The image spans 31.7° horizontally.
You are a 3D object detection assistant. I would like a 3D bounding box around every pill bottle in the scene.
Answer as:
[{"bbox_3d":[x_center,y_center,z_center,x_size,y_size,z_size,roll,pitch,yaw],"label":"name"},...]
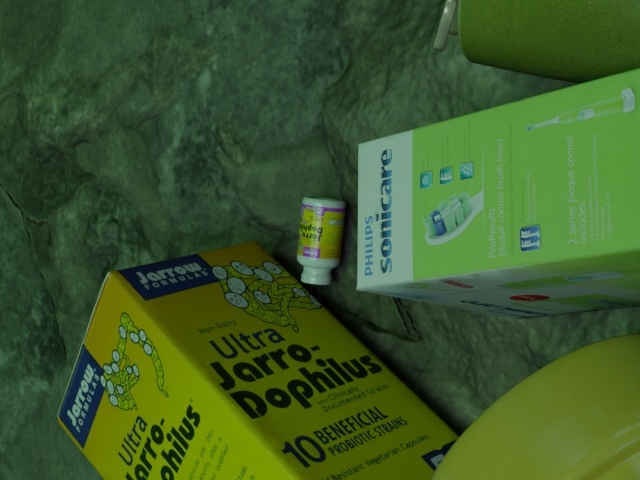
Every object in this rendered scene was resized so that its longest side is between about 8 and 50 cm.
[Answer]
[{"bbox_3d":[0.000,0.000,1.100,0.043,0.043,0.083,9,97,37],"label":"pill bottle"}]

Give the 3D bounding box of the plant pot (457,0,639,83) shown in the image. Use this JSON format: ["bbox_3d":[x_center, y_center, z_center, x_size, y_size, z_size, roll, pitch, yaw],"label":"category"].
[{"bbox_3d":[0.283,-0.205,0.766,0.293,0.275,0.274,23,106,17],"label":"plant pot"}]

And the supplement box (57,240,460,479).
[{"bbox_3d":[-0.047,0.191,1.030,0.356,0.194,0.195,42,124,28],"label":"supplement box"}]

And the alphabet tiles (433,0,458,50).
[{"bbox_3d":[0.137,-0.294,0.860,0.021,0.284,0.278,15,59,3],"label":"alphabet tiles"}]

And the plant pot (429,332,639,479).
[{"bbox_3d":[0.230,0.232,0.765,0.254,0.254,0.239,-60,43,22],"label":"plant pot"}]

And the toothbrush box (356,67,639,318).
[{"bbox_3d":[0.196,-0.022,0.817,0.283,0.206,0.122,-9,75,45],"label":"toothbrush box"}]
